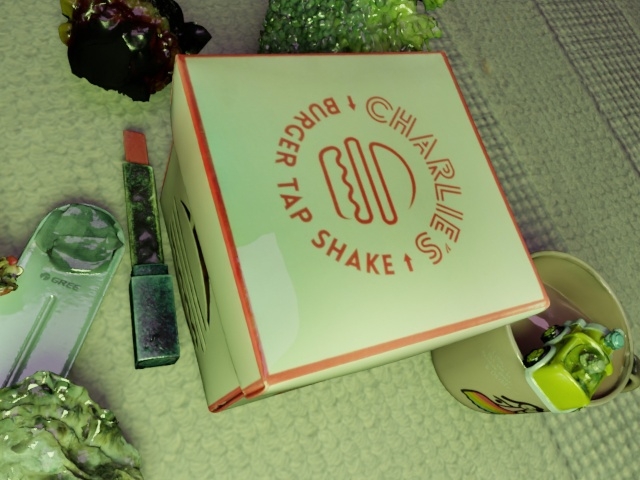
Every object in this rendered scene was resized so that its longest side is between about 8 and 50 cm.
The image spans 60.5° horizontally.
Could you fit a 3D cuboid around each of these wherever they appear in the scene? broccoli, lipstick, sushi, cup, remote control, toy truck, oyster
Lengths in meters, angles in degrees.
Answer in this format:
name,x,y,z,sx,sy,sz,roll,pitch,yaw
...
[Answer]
name,x,y,z,sx,sy,sz,roll,pitch,yaw
broccoli,0.058,-0.330,0.834,0.317,0.277,0.339,-7,78,-45
lipstick,-0.219,0.000,0.693,0.051,0.051,0.312,-3,67,-22
sushi,-0.262,-0.273,0.738,0.172,0.153,0.151,40,36,-24
cup,0.294,0.149,0.746,0.252,0.200,0.192,23,61,-10
remote control,-0.305,0.068,0.625,0.104,0.052,0.248,23,61,-13
toy truck,0.279,0.128,0.588,0.111,0.077,0.076,-37,85,-30
oyster,-0.260,0.268,0.517,0.198,0.112,0.268,-26,90,-22

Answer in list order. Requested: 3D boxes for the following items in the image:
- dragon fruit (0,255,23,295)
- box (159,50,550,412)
name,x,y,z,sx,sy,sz,roll,pitch,yaw
dragon fruit,-0.370,0.028,0.542,0.110,0.153,0.153,-11,70,-1
box,0.000,0.000,0.635,0.312,0.300,0.315,-10,72,-25
